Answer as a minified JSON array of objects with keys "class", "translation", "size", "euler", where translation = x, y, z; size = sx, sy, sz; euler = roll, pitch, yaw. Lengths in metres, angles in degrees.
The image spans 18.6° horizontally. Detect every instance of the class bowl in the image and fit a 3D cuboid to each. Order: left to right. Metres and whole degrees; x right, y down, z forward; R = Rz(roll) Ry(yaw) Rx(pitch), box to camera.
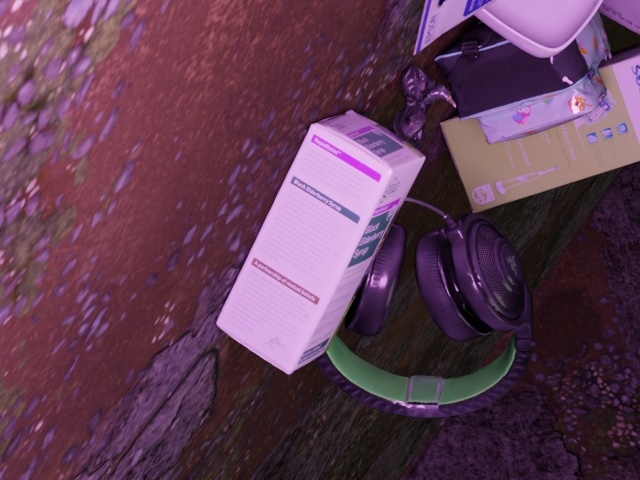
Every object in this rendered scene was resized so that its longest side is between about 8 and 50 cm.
[{"class":"bowl","translation":[0.213,-0.259,1.992],"size":[0.142,0.142,0.053],"euler":[-53,177,-25]}]

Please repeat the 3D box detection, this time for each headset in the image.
[{"class":"headset","translation":[0.104,0.017,2.078],"size":[0.185,0.243,0.394],"euler":[-79,167,-47]}]

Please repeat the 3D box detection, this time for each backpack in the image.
[{"class":"backpack","translation":[0.235,-0.195,2.132],"size":[0.166,0.144,0.188],"euler":[-19,-162,28]}]

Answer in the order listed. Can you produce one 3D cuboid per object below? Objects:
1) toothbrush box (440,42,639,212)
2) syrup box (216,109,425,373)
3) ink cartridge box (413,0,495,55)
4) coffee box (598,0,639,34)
[{"class":"toothbrush box","translation":[0.316,-0.146,2.307],"size":[0.283,0.122,0.206],"euler":[-16,-173,28]},{"class":"syrup box","translation":[0.000,0.000,1.888],"size":[0.237,0.096,0.093],"euler":[-63,165,21]},{"class":"ink cartridge box","translation":[0.198,-0.319,1.864],"size":[0.333,0.065,0.165],"euler":[-34,156,-29]},{"class":"coffee box","translation":[0.398,-0.400,2.262],"size":[0.297,0.168,0.119],"euler":[-53,166,-24]}]
